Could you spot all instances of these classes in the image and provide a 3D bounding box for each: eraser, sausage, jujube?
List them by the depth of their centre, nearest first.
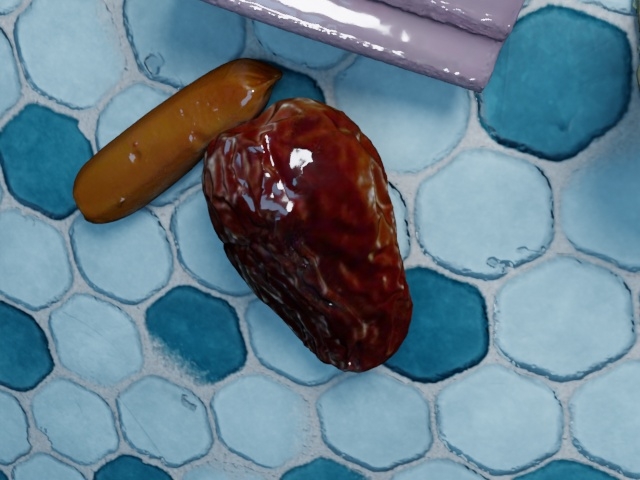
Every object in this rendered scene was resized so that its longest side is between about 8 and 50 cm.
[{"bbox_3d":[0.037,-0.330,0.715,0.360,0.122,0.272,16,115,-10],"label":"eraser"},{"bbox_3d":[0.000,0.000,0.883,0.217,0.216,0.342,-13,113,22],"label":"jujube"},{"bbox_3d":[-0.193,-0.126,0.942,0.349,0.097,0.094,-33,105,25],"label":"sausage"}]

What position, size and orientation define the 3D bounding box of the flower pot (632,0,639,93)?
[{"bbox_3d":[0.391,-0.171,0.611,0.291,0.259,0.290,18,128,24],"label":"flower pot"}]
